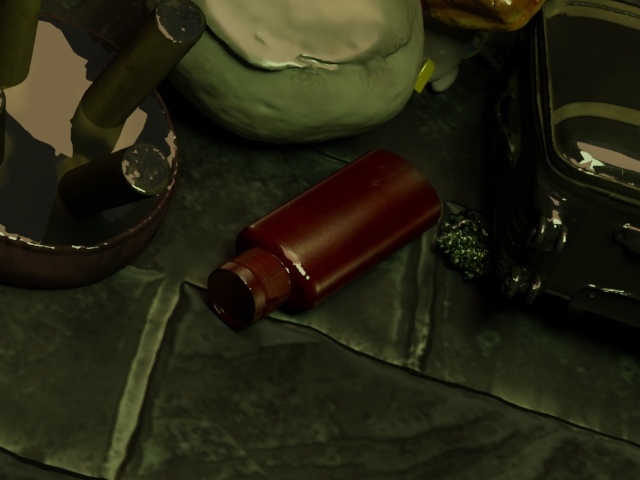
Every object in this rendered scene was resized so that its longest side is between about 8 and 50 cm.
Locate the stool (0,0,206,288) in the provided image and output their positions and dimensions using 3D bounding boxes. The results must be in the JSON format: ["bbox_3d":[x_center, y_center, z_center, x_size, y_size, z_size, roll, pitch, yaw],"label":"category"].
[{"bbox_3d":[-0.231,-0.112,1.644,0.272,0.178,0.272,12,59,-21],"label":"stool"}]

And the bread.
[{"bbox_3d":[0.224,-0.307,1.931,0.139,0.077,0.271,19,52,35],"label":"bread"}]

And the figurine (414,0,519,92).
[{"bbox_3d":[0.139,-0.231,2.022,0.229,0.137,0.112,-12,22,-38],"label":"figurine"}]

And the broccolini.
[{"bbox_3d":[0.234,0.035,1.844,0.254,0.057,0.071,19,85,-2],"label":"broccolini"}]

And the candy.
[{"bbox_3d":[-0.038,-0.217,1.867,0.296,0.185,0.295,9,59,-16],"label":"candy"}]

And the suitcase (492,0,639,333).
[{"bbox_3d":[0.306,-0.085,1.862,0.283,0.194,0.434,18,34,-8],"label":"suitcase"}]

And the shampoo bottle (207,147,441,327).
[{"bbox_3d":[0.000,0.000,1.761,0.102,0.064,0.260,42,46,16],"label":"shampoo bottle"}]
